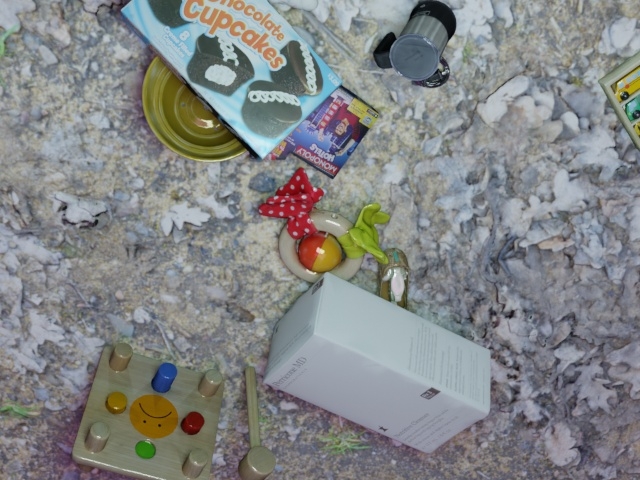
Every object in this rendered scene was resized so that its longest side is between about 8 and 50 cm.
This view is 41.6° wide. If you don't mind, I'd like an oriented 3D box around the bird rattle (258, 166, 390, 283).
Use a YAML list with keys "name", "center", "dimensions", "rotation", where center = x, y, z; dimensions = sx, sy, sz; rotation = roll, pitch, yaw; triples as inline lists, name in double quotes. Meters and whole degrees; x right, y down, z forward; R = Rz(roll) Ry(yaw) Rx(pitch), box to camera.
- name: "bird rattle"
  center: [0.000, 0.000, 1.555]
  dimensions: [0.253, 0.143, 0.207]
  rotation: [15, 127, -9]

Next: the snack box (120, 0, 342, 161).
- name: "snack box"
  center: [-0.142, -0.308, 1.366]
  dimensions: [0.187, 0.060, 0.322]
  rotation: [-45, 95, -8]

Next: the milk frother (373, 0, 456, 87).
- name: "milk frother"
  center: [0.176, -0.307, 1.431]
  dimensions: [0.129, 0.135, 0.143]
  rotation: [-26, 114, 39]

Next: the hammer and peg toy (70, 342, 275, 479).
- name: "hammer and peg toy"
  center: [-0.269, 0.350, 1.613]
  dimensions: [0.361, 0.266, 0.127]
  rotation: [18, 132, -14]

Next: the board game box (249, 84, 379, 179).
- name: "board game box"
  center: [-0.031, -0.204, 1.495]
  dimensions: [0.194, 0.060, 0.194]
  rotation: [32, 107, -18]

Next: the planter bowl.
- name: "planter bowl"
  center: [-0.191, -0.234, 1.431]
  dimensions: [0.217, 0.090, 0.217]
  rotation: [0, 88, -10]

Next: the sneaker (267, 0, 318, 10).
- name: "sneaker"
  center: [-0.011, -0.485, 1.374]
  dimensions: [0.115, 0.090, 0.232]
  rotation: [13, 105, -39]

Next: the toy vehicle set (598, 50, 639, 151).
- name: "toy vehicle set"
  center: [0.662, -0.302, 1.539]
  dimensions: [0.267, 0.035, 0.166]
  rotation: [-36, 112, 9]

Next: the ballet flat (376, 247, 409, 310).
- name: "ballet flat"
  center: [0.141, 0.117, 1.645]
  dimensions: [0.073, 0.067, 0.206]
  rotation: [-7, 114, -4]

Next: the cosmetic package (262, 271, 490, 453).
- name: "cosmetic package"
  center: [0.111, 0.240, 1.611]
  dimensions: [0.385, 0.156, 0.217]
  rotation: [24, 136, -16]
